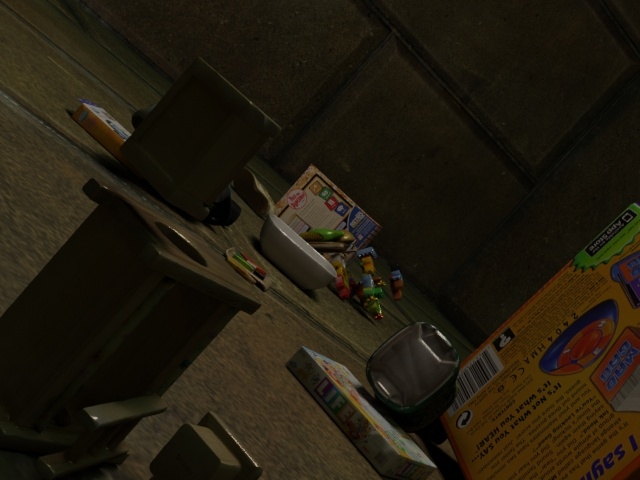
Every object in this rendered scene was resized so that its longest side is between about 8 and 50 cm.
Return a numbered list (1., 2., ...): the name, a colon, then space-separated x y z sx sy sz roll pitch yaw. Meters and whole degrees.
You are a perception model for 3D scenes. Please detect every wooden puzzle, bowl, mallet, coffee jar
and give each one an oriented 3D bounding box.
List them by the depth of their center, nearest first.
1. coffee jar: 0.105 0.158 1.040 0.079 0.096 0.184 49 -7 19
2. wooden puzzle: -0.092 0.035 1.216 0.078 0.014 0.116 42 4 -6
3. mallet: -0.165 -0.067 1.450 0.062 0.039 0.190 41 1 -17
4. bowl: -0.043 0.024 1.493 0.142 0.053 0.142 42 5 -9

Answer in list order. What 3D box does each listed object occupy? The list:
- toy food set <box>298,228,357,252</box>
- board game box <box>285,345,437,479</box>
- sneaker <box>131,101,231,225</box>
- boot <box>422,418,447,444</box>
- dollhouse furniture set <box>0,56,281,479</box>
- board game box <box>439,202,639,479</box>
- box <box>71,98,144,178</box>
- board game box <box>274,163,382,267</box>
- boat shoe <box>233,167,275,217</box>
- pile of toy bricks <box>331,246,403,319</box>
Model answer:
1. toy food set: 0.000 0.000 1.752 0.132 0.038 0.192 0 -4 9
2. board game box: 0.041 0.176 0.937 0.154 0.026 0.103 45 5 32
3. sneaker: -0.159 -0.098 1.194 0.267 0.101 0.106 53 23 -72
4. boot: 0.116 0.205 1.207 0.099 0.045 0.121 41 9 -16
5. dollhouse furniture set: -0.044 0.048 0.420 0.161 0.182 0.101 44 5 30
6. board game box: 0.401 0.244 1.051 0.356 0.356 0.356 42 11 -18
7. box: -0.268 -0.133 1.224 0.136 0.028 0.081 40 5 2
8. board game box: 0.006 -0.037 1.898 0.193 0.147 0.045 44 5 16
9. boat shoe: -0.133 -0.092 1.883 0.045 0.050 0.135 42 13 -52
10. pile of toy bricks: 0.098 0.100 1.792 0.212 0.118 0.105 52 26 -60
